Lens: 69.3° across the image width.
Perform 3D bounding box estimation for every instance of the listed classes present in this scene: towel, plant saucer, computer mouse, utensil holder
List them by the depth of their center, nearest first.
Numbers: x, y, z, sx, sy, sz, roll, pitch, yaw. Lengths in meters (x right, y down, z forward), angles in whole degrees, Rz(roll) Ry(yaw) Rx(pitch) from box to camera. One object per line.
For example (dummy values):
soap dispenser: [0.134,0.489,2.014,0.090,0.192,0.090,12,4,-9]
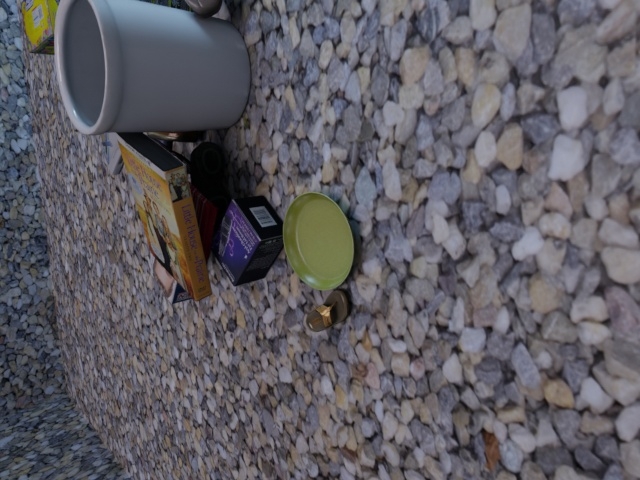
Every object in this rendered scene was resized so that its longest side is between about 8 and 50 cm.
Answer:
plant saucer: [0.000,0.000,1.122,0.241,0.037,0.240,14,110,43]
utensil holder: [-0.424,-0.442,1.197,0.328,0.386,0.327,14,111,43]
towel: [-0.389,-0.083,1.354,0.275,0.031,0.198,42,128,34]
computer mouse: [-0.524,-0.222,1.566,0.189,0.072,0.272,33,134,-5]

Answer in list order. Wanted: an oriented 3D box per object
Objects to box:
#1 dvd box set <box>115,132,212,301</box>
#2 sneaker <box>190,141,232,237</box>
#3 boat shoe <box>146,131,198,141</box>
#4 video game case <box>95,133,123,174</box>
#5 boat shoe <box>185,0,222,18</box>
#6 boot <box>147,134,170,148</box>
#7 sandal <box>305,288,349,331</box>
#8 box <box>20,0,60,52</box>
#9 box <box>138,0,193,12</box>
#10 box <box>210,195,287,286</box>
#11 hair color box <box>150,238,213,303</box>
dvd box set: [-0.430,-0.069,1.285,0.308,0.062,0.420,35,140,37]
sneaker: [-0.339,-0.151,1.402,0.130,0.109,0.285,10,103,56]
boat shoe: [-0.504,-0.395,1.485,0.324,0.123,0.119,28,114,38]
video game case: [-0.853,-0.485,1.880,0.300,0.036,0.328,-42,70,43]
boat shoe: [-0.311,-0.720,1.205,0.133,0.130,0.355,-16,75,5]
boot: [-0.589,-0.351,1.628,0.190,0.069,0.086,30,113,28]
sandal: [0.010,0.184,1.147,0.180,0.049,0.072,-43,69,43]
box: [-0.850,-0.764,1.632,0.290,0.279,0.176,5,104,44]
box: [-0.469,-0.667,1.311,0.060,0.216,0.269,29,120,36]
box: [-0.197,0.002,1.273,0.153,0.108,0.207,52,131,23]
hair color box: [-0.467,0.029,1.560,0.174,0.105,0.347,45,129,30]
